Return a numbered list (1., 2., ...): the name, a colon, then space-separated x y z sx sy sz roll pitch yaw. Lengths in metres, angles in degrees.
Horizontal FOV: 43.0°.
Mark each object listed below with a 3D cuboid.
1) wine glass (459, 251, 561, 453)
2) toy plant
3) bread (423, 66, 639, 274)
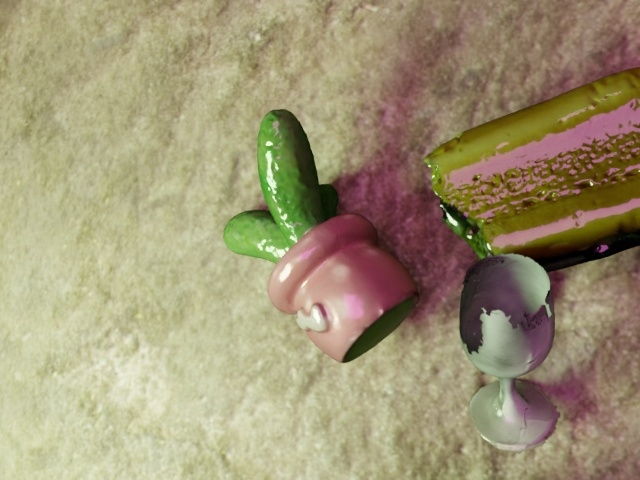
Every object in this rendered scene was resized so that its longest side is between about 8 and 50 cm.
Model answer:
1. wine glass: 0.275 0.165 1.183 0.143 0.321 0.143 -9 40 8
2. toy plant: 0.000 0.005 1.316 0.356 0.211 0.317 54 143 24
3. bread: 0.373 -0.088 1.203 0.377 0.208 0.251 -20 78 19
